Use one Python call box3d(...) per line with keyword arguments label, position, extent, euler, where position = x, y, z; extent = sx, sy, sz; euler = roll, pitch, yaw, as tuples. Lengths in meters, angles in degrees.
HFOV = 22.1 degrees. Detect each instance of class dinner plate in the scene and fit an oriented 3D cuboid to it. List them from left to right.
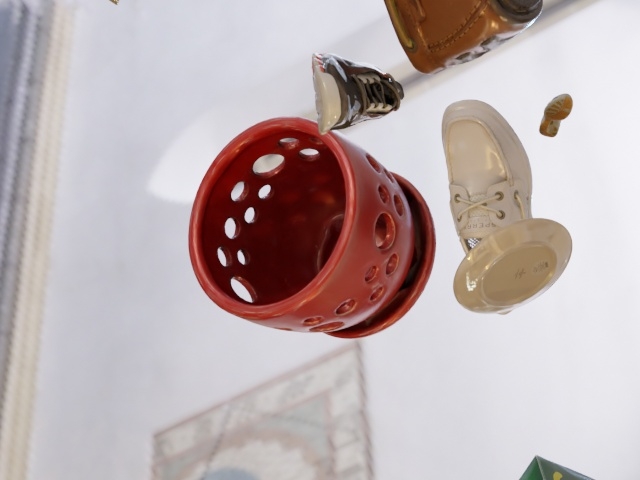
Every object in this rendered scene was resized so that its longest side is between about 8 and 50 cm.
box3d(label="dinner plate", position=(0.209, 0.033, 1.758), extent=(0.141, 0.141, 0.017), euler=(40, -164, -48))

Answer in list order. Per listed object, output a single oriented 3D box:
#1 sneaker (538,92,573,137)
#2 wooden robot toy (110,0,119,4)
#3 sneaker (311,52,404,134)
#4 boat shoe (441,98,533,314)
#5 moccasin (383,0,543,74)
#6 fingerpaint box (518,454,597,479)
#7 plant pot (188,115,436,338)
box3d(label="sneaker", position=(0.291, -0.163, 2.025), extent=(0.032, 0.083, 0.037), euler=(19, -120, -4))
box3d(label="wooden robot toy", position=(-0.238, -0.379, 1.993), extent=(0.076, 0.079, 0.173), euler=(4, -97, -35))
box3d(label="sneaker", position=(0.030, -0.116, 1.241), extent=(0.158, 0.065, 0.061), euler=(-57, -38, -78))
box3d(label="boat shoe", position=(0.205, -0.035, 1.970), extent=(0.096, 0.098, 0.277), euler=(-58, -46, -50))
box3d(label="moccasin", position=(0.046, -0.319, 1.311), extent=(0.139, 0.147, 0.380), euler=(-32, -83, -53))
box3d(label="fingerpaint box", position=(0.308, 0.520, 1.941), extent=(0.371, 0.444, 0.163), euler=(24, -157, -15))
box3d(label="plant pot", position=(0.000, 0.000, 1.523), extent=(0.174, 0.191, 0.191), euler=(27, -140, -51))
